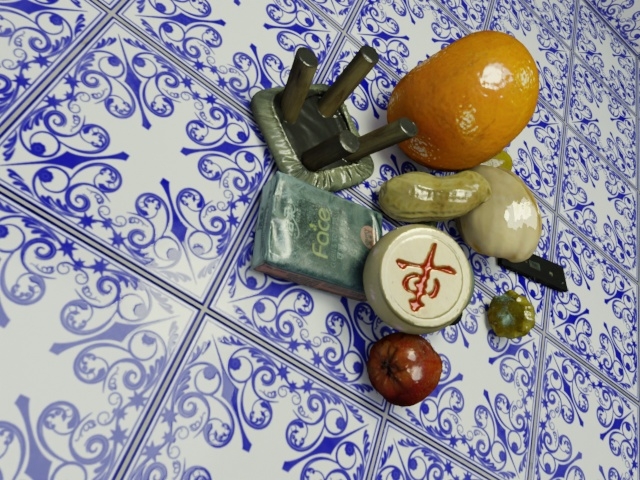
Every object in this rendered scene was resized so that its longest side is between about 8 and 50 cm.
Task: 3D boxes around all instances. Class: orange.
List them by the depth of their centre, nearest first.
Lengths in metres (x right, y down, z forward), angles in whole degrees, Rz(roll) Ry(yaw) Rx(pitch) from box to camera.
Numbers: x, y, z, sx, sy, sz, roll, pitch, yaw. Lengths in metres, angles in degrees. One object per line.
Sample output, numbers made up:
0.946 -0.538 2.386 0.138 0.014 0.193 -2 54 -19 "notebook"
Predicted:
0.395 -0.374 1.519 0.424 0.423 0.326 -39 100 -39 "orange"

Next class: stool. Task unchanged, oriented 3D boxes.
0.030 -0.301 1.359 0.310 0.226 0.311 -20 80 -39 "stool"

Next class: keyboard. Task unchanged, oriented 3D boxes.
0.685 0.088 1.773 0.316 0.027 0.106 21 56 -26 "keyboard"

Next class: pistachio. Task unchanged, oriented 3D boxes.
0.507 -0.075 1.588 0.229 0.238 0.321 9 45 -38 "pistachio"

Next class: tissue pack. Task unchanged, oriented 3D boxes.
0.000 0.000 1.287 0.315 0.103 0.228 19 60 -28 "tissue pack"

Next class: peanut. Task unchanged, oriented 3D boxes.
0.309 -0.123 1.480 0.305 0.147 0.147 -1 66 4 "peanut"

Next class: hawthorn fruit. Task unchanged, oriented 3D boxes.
0.192 0.293 1.272 0.174 0.173 0.179 55 25 -2 "hawthorn fruit"

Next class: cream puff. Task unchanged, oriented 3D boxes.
0.552 0.215 1.566 0.116 0.146 0.146 14 62 -49 "cream puff"

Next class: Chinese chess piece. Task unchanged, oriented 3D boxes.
0.220 0.087 1.242 0.250 0.097 0.251 2 81 -14 "Chinese chess piece"

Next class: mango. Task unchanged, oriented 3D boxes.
0.529 -0.240 1.761 0.194 0.091 0.130 4 82 -26 "mango"

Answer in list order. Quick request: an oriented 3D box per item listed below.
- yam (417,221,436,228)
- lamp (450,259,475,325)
0.304 -0.080 1.564 0.054 0.054 0.133 22 59 -26 "yam"
0.275 0.095 1.395 0.243 0.198 0.198 27 57 -13 "lamp"
